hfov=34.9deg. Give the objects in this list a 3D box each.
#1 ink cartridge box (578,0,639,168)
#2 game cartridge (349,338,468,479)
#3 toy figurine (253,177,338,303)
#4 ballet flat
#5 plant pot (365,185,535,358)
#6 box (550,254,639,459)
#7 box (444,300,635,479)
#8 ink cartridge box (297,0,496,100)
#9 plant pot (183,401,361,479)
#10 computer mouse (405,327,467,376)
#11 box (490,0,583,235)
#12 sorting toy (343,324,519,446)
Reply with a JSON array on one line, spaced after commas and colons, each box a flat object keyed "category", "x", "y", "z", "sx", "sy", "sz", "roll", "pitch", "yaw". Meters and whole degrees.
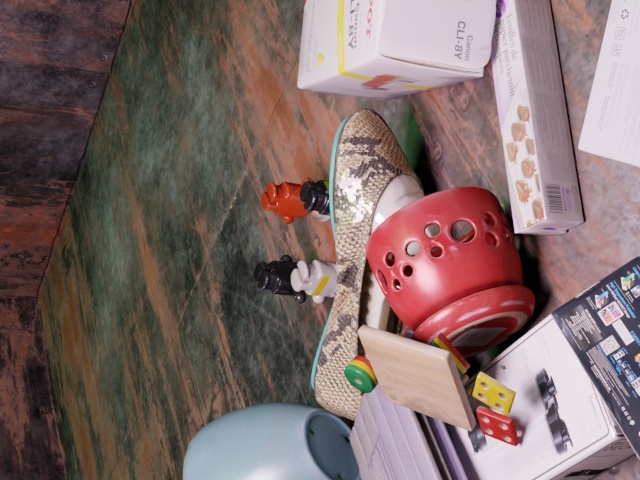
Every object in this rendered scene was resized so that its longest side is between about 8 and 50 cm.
[{"category": "ink cartridge box", "x": 0.390, "y": -0.182, "z": 1.096, "sx": 0.224, "sy": 0.045, "sz": 0.223, "roll": 31, "pitch": 113, "yaw": 58}, {"category": "game cartridge", "x": 0.130, "y": 0.334, "z": 1.336, "sx": 0.355, "sy": 0.068, "sz": 0.230, "roll": -111, "pitch": 21, "yaw": -43}, {"category": "toy figurine", "x": 0.000, "y": 0.000, "z": 1.689, "sx": 0.209, "sy": 0.148, "sz": 0.213, "roll": -3, "pitch": 81, "yaw": 59}, {"category": "ballet flat", "x": 0.099, "y": 0.054, "z": 1.520, "sx": 0.182, "sy": 0.164, "sz": 0.483, "roll": 19, "pitch": 110, "yaw": 39}, {"category": "plant pot", "x": 0.175, "y": 0.049, "z": 1.315, "sx": 0.191, "sy": 0.191, "sz": 0.174, "roll": -53, "pitch": 50, "yaw": 44}, {"category": "box", "x": 0.358, "y": 0.113, "z": 1.019, "sx": 0.175, "sy": 0.051, "sz": 0.220, "roll": -36, "pitch": 47, "yaw": 13}, {"category": "box", "x": 0.267, "y": 0.214, "z": 1.222, "sx": 0.290, "sy": 0.087, "sz": 0.169, "roll": -52, "pitch": 43, "yaw": 46}, {"category": "ink cartridge box", "x": 0.102, "y": -0.363, "z": 1.463, "sx": 0.384, "sy": 0.160, "sz": 0.279, "roll": -173, "pitch": 89, "yaw": -73}, {"category": "plant pot", "x": -0.043, "y": 0.370, "z": 1.607, "sx": 0.195, "sy": 0.290, "sz": 0.290, "roll": -39, "pitch": 50, "yaw": 29}, {"category": "computer mouse", "x": 0.158, "y": 0.244, "z": 1.447, "sx": 0.188, "sy": 0.072, "sz": 0.272, "roll": 32, "pitch": 126, "yaw": 56}, {"category": "box", "x": 0.269, "y": -0.167, "z": 1.296, "sx": 0.063, "sy": 0.067, "sz": 0.324, "roll": -31, "pitch": 60, "yaw": 57}, {"category": "sorting toy", "x": 0.133, "y": 0.157, "z": 1.234, "sx": 0.274, "sy": 0.046, "sz": 0.132, "roll": 15, "pitch": 141, "yaw": 40}]
